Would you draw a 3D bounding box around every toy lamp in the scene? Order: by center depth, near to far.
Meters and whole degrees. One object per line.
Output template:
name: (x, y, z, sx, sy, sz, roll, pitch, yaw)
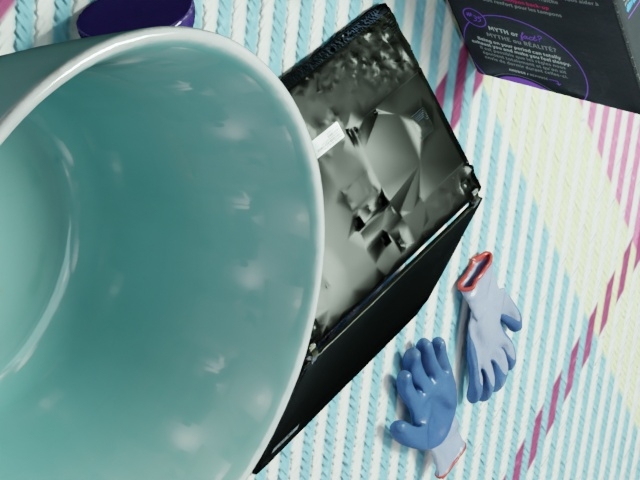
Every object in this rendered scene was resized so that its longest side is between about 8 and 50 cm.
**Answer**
toy lamp: (-0.090, -0.020, 0.999, 0.080, 0.080, 0.275, -42, 134, -37)

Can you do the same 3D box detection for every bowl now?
bowl: (-0.154, 0.027, 0.849, 0.311, 0.163, 0.312, -28, 127, -47)

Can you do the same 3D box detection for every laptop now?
laptop: (0.000, 0.000, 1.195, 0.234, 0.136, 0.264, -42, 111, -38)

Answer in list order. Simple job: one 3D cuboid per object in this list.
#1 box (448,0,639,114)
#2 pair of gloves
box: (0.182, -0.245, 1.203, 0.143, 0.165, 0.270, -57, 144, -20)
pair of gloves: (0.121, 0.115, 1.415, 0.198, 0.023, 0.159, -50, 139, -31)
